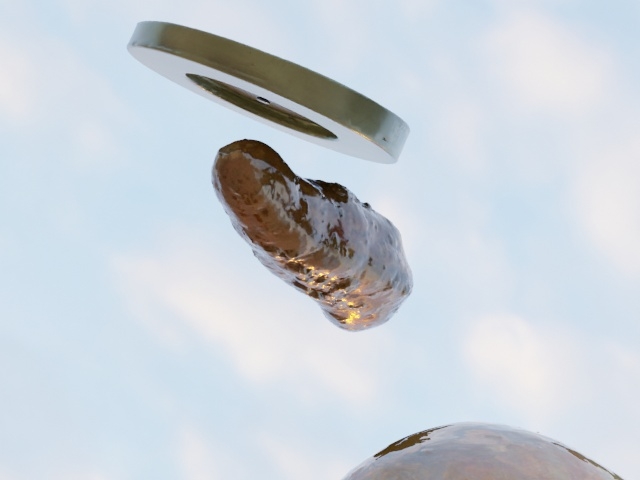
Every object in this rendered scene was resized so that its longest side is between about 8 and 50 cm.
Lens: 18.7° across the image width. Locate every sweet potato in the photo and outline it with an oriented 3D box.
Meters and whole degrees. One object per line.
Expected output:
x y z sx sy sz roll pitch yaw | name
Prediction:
0.012 0.008 1.582 0.106 0.095 0.354 33 -5 26 | sweet potato

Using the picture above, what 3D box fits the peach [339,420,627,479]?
0.067 0.162 0.806 0.184 0.184 0.184 17 -50 21 | peach

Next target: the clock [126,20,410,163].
-0.041 -0.118 1.534 0.235 0.029 0.235 23 -4 2 | clock
